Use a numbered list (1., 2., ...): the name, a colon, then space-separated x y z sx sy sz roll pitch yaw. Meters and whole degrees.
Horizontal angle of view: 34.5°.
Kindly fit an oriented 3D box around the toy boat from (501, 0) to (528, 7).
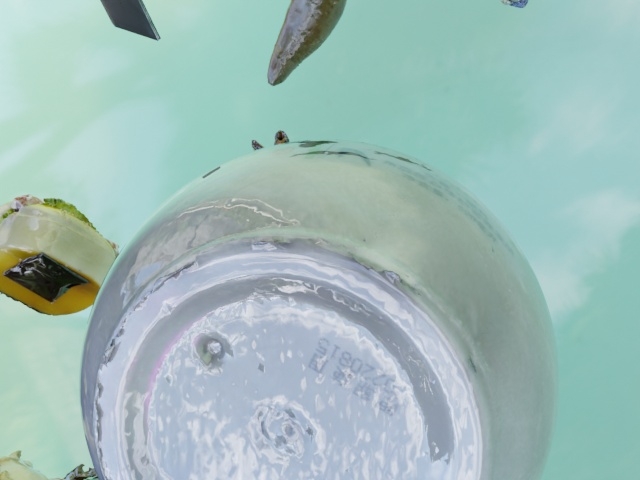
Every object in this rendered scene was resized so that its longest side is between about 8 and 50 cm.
1. toy boat: 0.204 -0.448 1.467 0.070 0.292 0.210 -36 59 25

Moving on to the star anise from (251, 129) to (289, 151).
1. star anise: -0.089 -0.088 1.872 0.177 0.234 0.073 41 174 3

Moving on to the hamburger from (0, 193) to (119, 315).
1. hamburger: -0.404 0.022 1.537 0.173 0.210 0.116 -34 45 24

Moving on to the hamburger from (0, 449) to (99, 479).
1. hamburger: -0.249 0.366 0.948 0.330 0.250 0.330 -29 52 45

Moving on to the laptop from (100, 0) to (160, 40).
1. laptop: -0.397 -0.476 2.061 0.129 0.016 0.180 22 157 23

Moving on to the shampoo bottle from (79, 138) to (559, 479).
1. shampoo bottle: 0.005 0.073 0.632 0.273 0.266 0.273 2 103 9

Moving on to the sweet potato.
1. sweet potato: -0.015 -0.396 1.616 0.098 0.124 0.310 -124 37 -59
